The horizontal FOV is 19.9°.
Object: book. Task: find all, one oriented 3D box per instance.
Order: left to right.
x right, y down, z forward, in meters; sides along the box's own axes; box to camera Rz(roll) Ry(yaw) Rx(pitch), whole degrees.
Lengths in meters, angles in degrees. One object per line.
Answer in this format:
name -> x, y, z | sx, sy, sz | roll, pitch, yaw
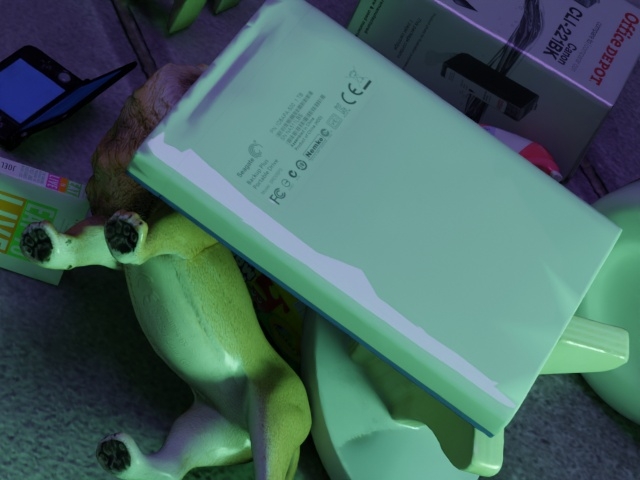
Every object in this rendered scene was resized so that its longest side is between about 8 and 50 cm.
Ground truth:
book -> -0.261, -0.028, 1.440 | 0.144, 0.096, 0.035 | 18, 42, -12

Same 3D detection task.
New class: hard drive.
hard drive -> 0.045, -0.028, 1.329 | 0.319, 0.040, 0.210 | 36, 53, 1

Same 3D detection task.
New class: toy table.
toy table -> 0.094, 0.074, 1.430 | 0.252, 0.161, 0.274 | 5, 66, -27

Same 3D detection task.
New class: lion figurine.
lion figurine -> -0.089, 0.059, 1.393 | 0.240, 0.142, 0.392 | -23, 99, -64

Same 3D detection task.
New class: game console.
game console -> -0.240, -0.137, 1.581 | 0.107, 0.071, 0.122 | 36, 41, 8

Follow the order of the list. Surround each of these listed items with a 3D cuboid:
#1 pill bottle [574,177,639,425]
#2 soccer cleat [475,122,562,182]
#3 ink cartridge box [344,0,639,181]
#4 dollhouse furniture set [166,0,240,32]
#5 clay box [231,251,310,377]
pill bottle -> 0.418, 0.008, 1.681 | 0.408, 0.229, 0.229 | -23, 63, -42
soccer cleat -> 0.115, -0.076, 1.715 | 0.248, 0.083, 0.095 | 5, 30, -30
ink cartridge box -> 0.185, -0.210, 1.859 | 0.273, 0.114, 0.197 | 32, 40, 2
dollhouse furniture set -> -0.138, -0.368, 1.795 | 0.262, 0.135, 0.259 | 48, 39, 9
clay box -> -0.023, -0.009, 1.538 | 0.127, 0.053, 0.222 | -26, 79, -36
